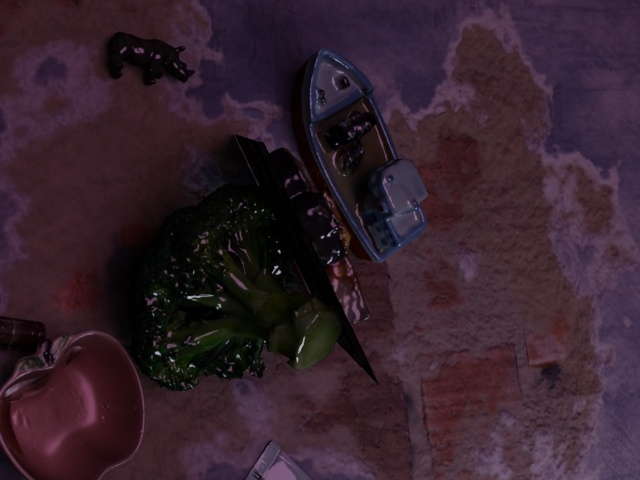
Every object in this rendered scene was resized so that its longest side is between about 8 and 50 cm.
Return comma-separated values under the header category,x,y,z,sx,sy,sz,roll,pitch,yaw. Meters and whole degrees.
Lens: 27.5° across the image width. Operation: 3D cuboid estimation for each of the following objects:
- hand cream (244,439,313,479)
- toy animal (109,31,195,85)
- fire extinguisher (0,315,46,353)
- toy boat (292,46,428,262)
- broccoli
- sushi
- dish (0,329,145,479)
category,x,y,z,sx,sy,sz,roll,pitch,yaw
hand cream,0.013,0.434,1.916,0.320,0.067,0.109,45,61,-18
toy animal,-0.234,-0.253,1.833,0.135,0.047,0.065,10,69,-29
fire extinguisher,-0.416,0.113,1.653,0.132,0.039,0.056,12,68,-35
toy boat,0.061,-0.136,1.980,0.145,0.133,0.332,-33,103,-34
broccoli,-0.117,0.085,1.729,0.297,0.297,0.298,-31,137,-33
sushi,0.000,0.000,1.786,0.064,0.359,0.343,-26,100,-6
dish,-0.333,0.216,1.667,0.213,0.090,0.213,4,83,-37
